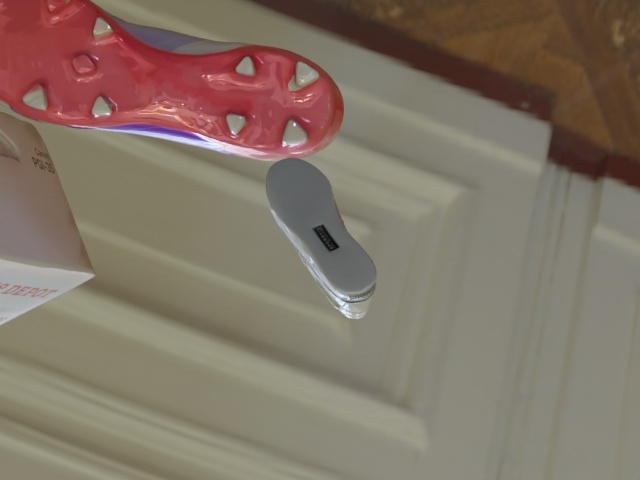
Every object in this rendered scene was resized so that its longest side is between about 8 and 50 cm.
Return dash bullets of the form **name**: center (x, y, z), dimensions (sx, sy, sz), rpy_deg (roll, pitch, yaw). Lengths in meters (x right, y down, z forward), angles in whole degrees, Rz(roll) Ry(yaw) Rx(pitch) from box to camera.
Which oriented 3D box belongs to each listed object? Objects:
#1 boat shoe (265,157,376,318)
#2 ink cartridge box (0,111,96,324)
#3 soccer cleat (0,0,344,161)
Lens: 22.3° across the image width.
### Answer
- **boat shoe**: center (0.000, 0.000, 0.851), dimensions (0.035, 0.100, 0.035), rpy_deg (-24, 146, -17)
- **ink cartridge box**: center (-0.315, 0.026, 1.035), dimensions (0.283, 0.117, 0.207), rpy_deg (-26, 170, 9)
- **soccer cleat**: center (-0.107, -0.097, 0.981), dimensions (0.248, 0.083, 0.095), rpy_deg (12, 176, 4)
